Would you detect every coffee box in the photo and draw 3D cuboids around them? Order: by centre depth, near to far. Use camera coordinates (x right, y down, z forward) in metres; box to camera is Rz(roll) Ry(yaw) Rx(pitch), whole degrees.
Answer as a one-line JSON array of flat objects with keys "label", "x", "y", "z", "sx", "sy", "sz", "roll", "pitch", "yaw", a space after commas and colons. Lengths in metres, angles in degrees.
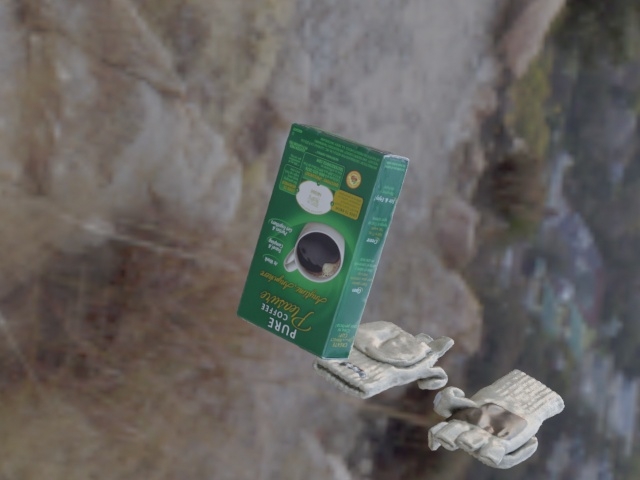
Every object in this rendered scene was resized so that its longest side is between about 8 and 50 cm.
[{"label": "coffee box", "x": 0.000, "y": 0.000, "z": 1.381, "sx": 0.040, "sy": 0.113, "sz": 0.184, "roll": 7, "pitch": 102, "yaw": -51}]

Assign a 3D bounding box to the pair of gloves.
[{"label": "pair of gloves", "x": 0.129, "y": 0.164, "z": 1.711, "sx": 0.204, "sy": 0.240, "sz": 0.042, "roll": -32, "pitch": 145, "yaw": -60}]
